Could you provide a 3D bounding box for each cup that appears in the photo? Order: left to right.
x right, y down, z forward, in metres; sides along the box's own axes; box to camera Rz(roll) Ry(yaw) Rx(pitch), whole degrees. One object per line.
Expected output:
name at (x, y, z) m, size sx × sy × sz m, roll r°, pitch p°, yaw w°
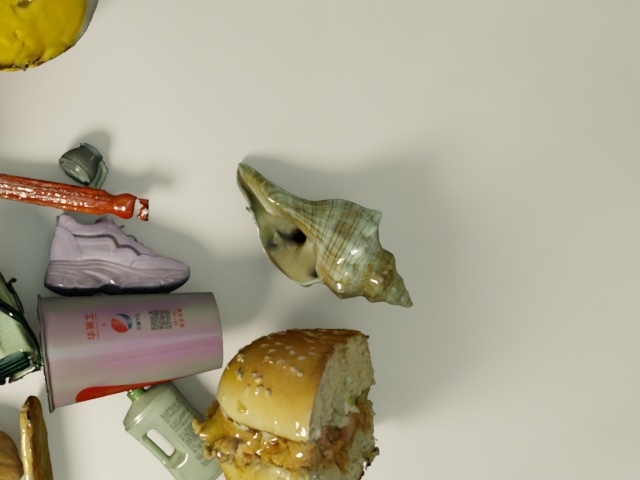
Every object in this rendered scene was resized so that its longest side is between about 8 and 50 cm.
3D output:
cup at (-0.315, 0.170, 1.627) m, size 0.289 × 0.203 × 0.202 m, roll -7°, pitch 96°, yaw -15°

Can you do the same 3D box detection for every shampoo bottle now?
shampoo bottle at (-0.265, 0.326, 1.712) m, size 0.118 × 0.087 × 0.234 m, roll -44°, pitch 104°, yaw -14°

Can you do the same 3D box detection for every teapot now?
teapot at (-0.396, -0.126, 1.662) m, size 0.057 × 0.066 × 0.088 m, roll -55°, pitch 129°, yaw -24°

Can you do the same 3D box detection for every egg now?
egg at (-0.520, -0.425, 1.518) m, size 0.337 × 0.201 × 0.336 m, roll -30°, pitch 127°, yaw -51°

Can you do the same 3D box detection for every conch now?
conch at (0.008, 0.000, 1.749) m, size 0.386 × 0.170 × 0.203 m, roll 40°, pitch 110°, yaw 23°

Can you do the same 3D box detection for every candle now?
candle at (-0.450, -0.078, 1.637) m, size 0.329 × 0.051 × 0.048 m, roll 10°, pitch 73°, yaw -10°

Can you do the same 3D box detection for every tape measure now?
tape measure at (-0.517, 0.130, 1.565) m, size 0.115 × 0.207 × 0.235 m, roll -28°, pitch 99°, yaw -16°

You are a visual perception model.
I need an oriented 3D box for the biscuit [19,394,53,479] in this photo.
biscuit at (-0.473, 0.381, 1.638) m, size 0.029 × 0.118 × 0.247 m, roll -6°, pitch 95°, yaw -5°

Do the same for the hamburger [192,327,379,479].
hamburger at (-0.062, 0.285, 1.644) m, size 0.287 × 0.445 × 0.268 m, roll -2°, pitch 97°, yaw 13°

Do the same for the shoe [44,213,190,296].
shoe at (-0.345, 0.026, 1.671) m, size 0.245 × 0.095 × 0.137 m, roll 3°, pitch 76°, yaw -22°

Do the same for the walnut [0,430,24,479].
walnut at (-0.574, 0.375, 1.593) m, size 0.184 × 0.155 × 0.155 m, roll 6°, pitch 92°, yaw -17°
